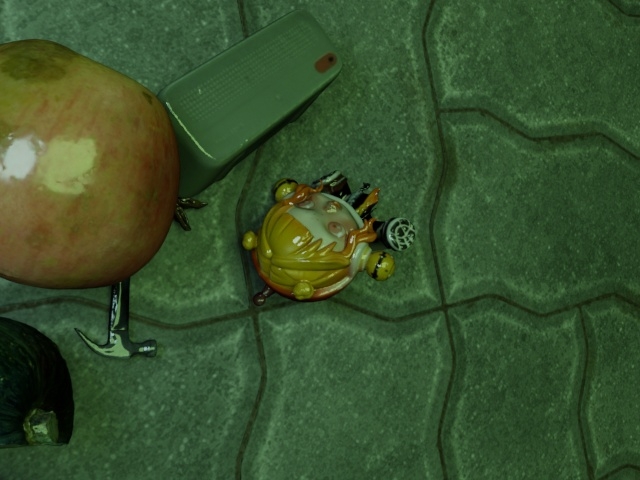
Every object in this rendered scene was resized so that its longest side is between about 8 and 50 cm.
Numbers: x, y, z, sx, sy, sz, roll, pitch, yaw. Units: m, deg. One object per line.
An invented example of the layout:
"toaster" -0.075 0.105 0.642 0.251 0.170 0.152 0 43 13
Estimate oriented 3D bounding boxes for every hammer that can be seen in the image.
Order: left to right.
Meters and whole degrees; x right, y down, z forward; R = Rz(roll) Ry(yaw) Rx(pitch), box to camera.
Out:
"hammer" -0.362 0.066 0.986 0.137 0.037 0.289 3 83 -30

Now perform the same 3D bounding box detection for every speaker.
"speaker" -0.145 -0.265 1.039 0.183 0.184 0.406 52 59 -11

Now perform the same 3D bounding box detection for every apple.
"apple" -0.382 -0.107 0.801 0.364 0.364 0.363 4 82 -28

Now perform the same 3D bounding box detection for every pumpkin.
"pumpkin" -0.488 0.194 0.766 0.264 0.293 0.196 -2 72 -1

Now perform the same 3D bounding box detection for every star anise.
"star anise" -0.286 -0.070 1.038 0.141 0.042 0.140 11 69 -30

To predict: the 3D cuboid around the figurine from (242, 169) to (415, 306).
"figurine" 0.001 0.003 1.101 0.323 0.196 0.320 -27 54 -36
